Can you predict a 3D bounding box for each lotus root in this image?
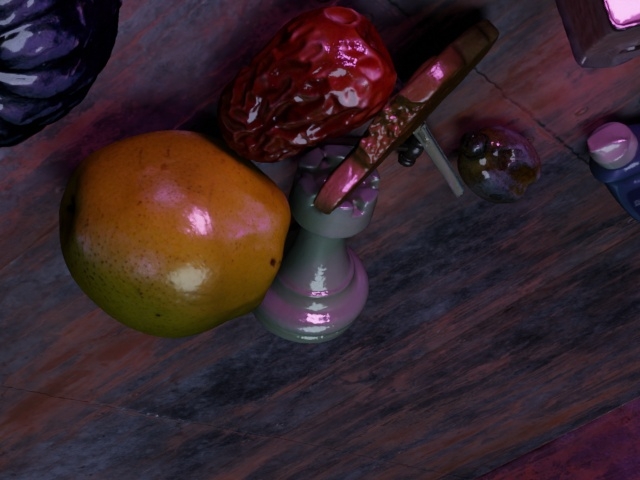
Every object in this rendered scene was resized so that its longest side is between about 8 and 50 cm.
[{"bbox_3d":[0.265,-0.119,1.571,0.113,0.088,0.192,-46,142,14],"label":"lotus root"}]

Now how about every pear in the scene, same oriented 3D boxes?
[{"bbox_3d":[-0.192,-0.008,1.328,0.294,0.294,0.294,-14,150,-8],"label":"pear"}]

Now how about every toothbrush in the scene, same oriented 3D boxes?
[{"bbox_3d":[0.152,-0.146,1.485,0.026,0.028,0.294,-43,141,-2],"label":"toothbrush"}]

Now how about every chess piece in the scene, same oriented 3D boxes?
[{"bbox_3d":[0.000,0.000,1.528,0.195,0.194,0.299,-7,145,-19],"label":"chess piece"}]

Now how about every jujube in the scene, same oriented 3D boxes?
[{"bbox_3d":[-0.020,-0.182,1.252,0.230,0.155,0.155,-32,148,34],"label":"jujube"}]

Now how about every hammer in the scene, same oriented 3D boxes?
[{"bbox_3d":[0.021,-0.139,1.469,0.292,0.029,0.058,2,142,-28],"label":"hammer"}]

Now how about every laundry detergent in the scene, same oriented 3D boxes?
[{"bbox_3d":[0.528,-0.119,1.704,0.143,0.094,0.290,-30,149,27],"label":"laundry detergent"}]

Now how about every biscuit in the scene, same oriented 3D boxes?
[{"bbox_3d":[0.106,-0.159,1.314,0.320,0.047,0.183,-48,173,9],"label":"biscuit"}]

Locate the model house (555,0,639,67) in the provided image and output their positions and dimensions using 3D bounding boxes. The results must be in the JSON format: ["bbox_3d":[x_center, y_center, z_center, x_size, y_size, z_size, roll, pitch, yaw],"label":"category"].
[{"bbox_3d":[0.335,-0.327,1.134,0.202,0.237,0.237,-22,177,-4],"label":"model house"}]

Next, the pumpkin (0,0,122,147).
[{"bbox_3d":[-0.345,-0.228,0.880,0.363,0.266,0.363,-14,145,-10],"label":"pumpkin"}]
